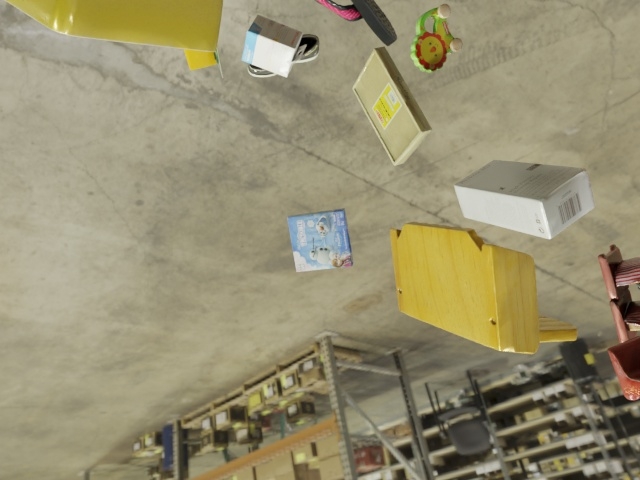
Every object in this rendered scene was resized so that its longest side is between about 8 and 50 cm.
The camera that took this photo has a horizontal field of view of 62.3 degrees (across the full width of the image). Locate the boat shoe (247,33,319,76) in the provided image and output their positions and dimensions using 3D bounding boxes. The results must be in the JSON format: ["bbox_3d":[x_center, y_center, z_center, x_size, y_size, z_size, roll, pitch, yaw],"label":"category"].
[{"bbox_3d":[-0.111,-0.554,1.572,0.228,0.081,0.068,-23,173,-9],"label":"boat shoe"}]

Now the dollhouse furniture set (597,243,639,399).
[{"bbox_3d":[0.486,0.089,0.710,0.201,0.152,0.374,-14,-179,37],"label":"dollhouse furniture set"}]

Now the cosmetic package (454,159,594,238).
[{"bbox_3d":[0.371,-0.085,0.990,0.117,0.231,0.085,-32,114,-16],"label":"cosmetic package"}]

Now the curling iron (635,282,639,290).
[{"bbox_3d":[0.715,0.122,0.971,0.274,0.068,0.035,25,135,14],"label":"curling iron"}]

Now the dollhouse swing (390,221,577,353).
[{"bbox_3d":[0.401,0.092,1.261,0.305,0.314,0.347,-13,-168,-25],"label":"dollhouse swing"}]

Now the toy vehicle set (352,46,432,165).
[{"bbox_3d":[0.185,-0.356,1.418,0.035,0.266,0.166,-20,166,-25],"label":"toy vehicle set"}]

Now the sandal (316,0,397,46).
[{"bbox_3d":[0.015,-0.230,0.486,0.040,0.067,0.179,-28,151,24],"label":"sandal"}]

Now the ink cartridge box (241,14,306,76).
[{"bbox_3d":[-0.115,-0.493,1.356,0.143,0.092,0.090,21,139,-5],"label":"ink cartridge box"}]

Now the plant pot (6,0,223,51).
[{"bbox_3d":[-0.213,-0.322,0.509,0.212,0.212,0.187,-28,148,-59],"label":"plant pot"}]

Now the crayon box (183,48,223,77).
[{"bbox_3d":[-0.349,-0.605,1.391,0.083,0.322,0.203,-18,161,-9],"label":"crayon box"}]

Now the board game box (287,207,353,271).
[{"bbox_3d":[0.000,0.000,0.822,0.090,0.090,0.020,-7,-167,12],"label":"board game box"}]

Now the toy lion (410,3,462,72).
[{"bbox_3d":[0.200,-0.357,0.949,0.096,0.034,0.100,-30,107,-14],"label":"toy lion"}]
